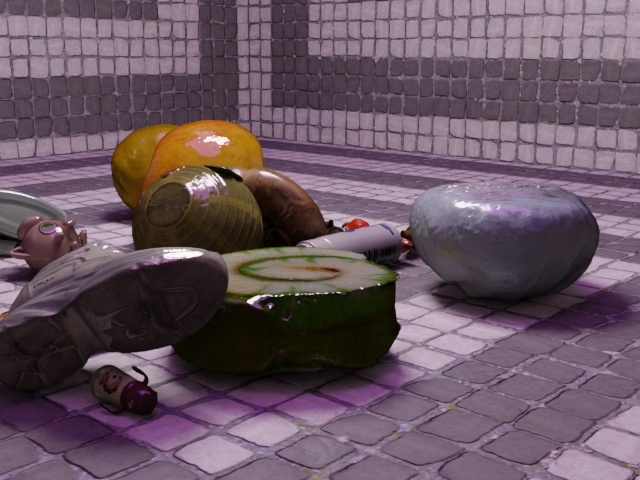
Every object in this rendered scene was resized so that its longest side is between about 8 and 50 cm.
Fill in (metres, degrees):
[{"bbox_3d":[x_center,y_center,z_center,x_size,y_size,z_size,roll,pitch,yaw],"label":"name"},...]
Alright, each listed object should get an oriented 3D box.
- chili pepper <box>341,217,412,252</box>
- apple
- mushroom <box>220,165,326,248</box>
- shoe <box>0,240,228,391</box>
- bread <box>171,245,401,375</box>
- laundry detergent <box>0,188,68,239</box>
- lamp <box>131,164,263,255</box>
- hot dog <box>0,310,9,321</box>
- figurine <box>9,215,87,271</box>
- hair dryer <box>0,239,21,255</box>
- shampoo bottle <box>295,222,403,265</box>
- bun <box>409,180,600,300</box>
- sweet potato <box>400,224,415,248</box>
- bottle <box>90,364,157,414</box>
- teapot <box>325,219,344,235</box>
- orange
[{"bbox_3d":[0.115,-0.004,1.910,0.063,0.071,0.272,-12,19,-28],"label":"chili pepper"},{"bbox_3d":[-0.275,-0.132,1.967,0.275,0.299,0.299,6,11,-12],"label":"apple"},{"bbox_3d":[-0.118,-0.053,1.758,0.278,0.278,0.146,8,52,32],"label":"mushroom"},{"bbox_3d":[-0.288,0.062,1.178,0.342,0.132,0.210,-21,31,9],"label":"shoe"},{"bbox_3d":[-0.045,0.102,1.307,0.366,0.129,0.382,5,12,30],"label":"bread"},{"bbox_3d":[-0.715,-0.047,1.988,0.215,0.105,0.280,17,-12,-27],"label":"laundry detergent"},{"bbox_3d":[-0.217,-0.012,1.617,0.250,0.250,0.284,7,-20,29],"label":"lamp"},{"bbox_3d":[-0.405,0.139,1.280,0.289,0.068,0.083,-4,36,-36],"label":"hot dog"},{"bbox_3d":[-0.549,0.008,1.730,0.138,0.125,0.125,2,13,0],"label":"figurine"},{"bbox_3d":[-0.780,0.014,1.873,0.236,0.073,0.131,9,14,-3],"label":"hair dryer"},{"bbox_3d":[0.039,0.029,1.720,0.092,0.092,0.303,12,18,43],"label":"shampoo bottle"},{"bbox_3d":[0.342,-0.004,1.597,0.362,0.211,0.362,-2,14,1],"label":"bun"},{"bbox_3d":[0.223,-0.013,1.964,0.067,0.067,0.274,4,5,18],"label":"sweet potato"},{"bbox_3d":[-0.247,0.191,1.085,0.101,0.063,0.047,14,-9,39],"label":"bottle"},{"bbox_3d":[0.000,0.000,1.892,0.110,0.085,0.080,-32,27,-31],"label":"teapot"},{"bbox_3d":[-0.421,-0.180,2.286,0.279,0.235,0.279,-8,-29,-4],"label":"orange"}]
